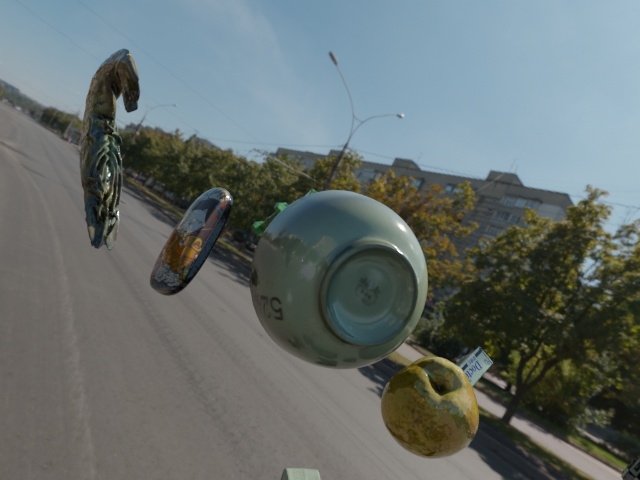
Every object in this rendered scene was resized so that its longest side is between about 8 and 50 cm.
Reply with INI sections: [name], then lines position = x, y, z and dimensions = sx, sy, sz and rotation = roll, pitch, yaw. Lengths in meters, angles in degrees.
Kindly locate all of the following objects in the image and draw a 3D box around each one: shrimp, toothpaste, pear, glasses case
[shrimp]
position = -0.290, -0.139, 0.582
dimensions = 0.058, 0.296, 0.169
rotation = 7, -32, -44
[toothpaste]
position = 0.350, 0.405, 1.132
dimensions = 0.336, 0.081, 0.067
rotation = -24, 70, -40
[pear]
position = 0.189, 0.283, 0.723
dimensions = 0.178, 0.178, 0.178
rotation = 29, -3, 1
[glasses case]
position = -0.332, -0.005, 1.086
dimensions = 0.122, 0.321, 0.082
rotation = -1, -36, 39

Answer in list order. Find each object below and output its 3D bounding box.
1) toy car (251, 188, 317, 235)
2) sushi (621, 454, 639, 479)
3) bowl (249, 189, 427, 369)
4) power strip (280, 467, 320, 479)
[toy car]
position = 0.000, 0.000, 1.219
dimensions = 0.358, 0.176, 0.213
rotation = 43, -45, -16
[sushi]
position = 0.779, 0.512, 0.926
dimensions = 0.193, 0.210, 0.040
rotation = 53, -6, -23
[bowl]
position = 0.057, 0.082, 0.763
dimensions = 0.354, 0.354, 0.185
rotation = 30, -4, -18
[power strip]
position = -0.013, 0.663, 0.967
dimensions = 0.141, 0.229, 0.261
rotation = 12, 16, -15
